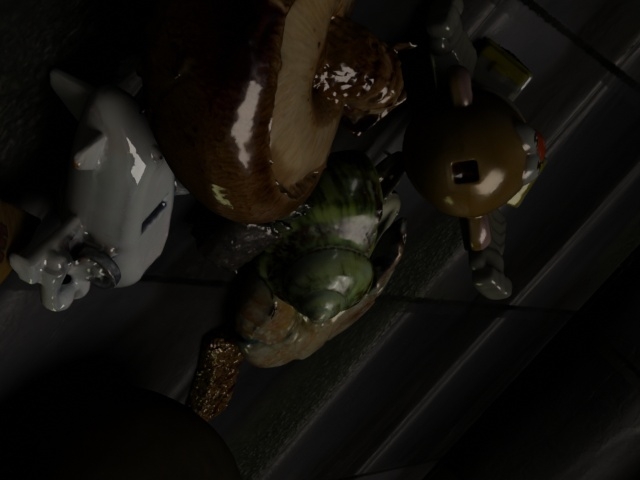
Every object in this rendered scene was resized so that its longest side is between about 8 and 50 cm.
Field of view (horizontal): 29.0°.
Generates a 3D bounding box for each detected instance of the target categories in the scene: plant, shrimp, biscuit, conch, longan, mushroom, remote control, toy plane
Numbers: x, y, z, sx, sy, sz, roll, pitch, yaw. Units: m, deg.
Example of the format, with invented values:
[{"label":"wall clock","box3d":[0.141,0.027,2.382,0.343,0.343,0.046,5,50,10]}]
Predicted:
[{"label":"plant","box3d":[-0.074,-0.034,1.358,0.094,0.092,0.143,26,118,-36]},{"label":"shrimp","box3d":[0.023,0.028,1.605,0.247,0.085,0.360,11,119,-49]},{"label":"biscuit","box3d":[-0.143,0.186,1.697,0.064,0.034,0.199,-28,153,-35]},{"label":"conch","box3d":[-0.002,0.001,1.432,0.124,0.181,0.187,-10,154,-46]},{"label":"longan","box3d":[-0.242,0.336,1.456,0.361,0.361,0.361,-36,156,-19]},{"label":"mushroom","box3d":[-0.044,-0.162,1.034,0.278,0.163,0.297,16,89,-57]},{"label":"remote control","box3d":[0.041,0.017,1.699,0.078,0.042,0.221,-8,137,-53]},{"label":"toy plane","box3d":[-0.191,-0.049,1.113,0.244,0.117,0.244,-58,168,-21]}]

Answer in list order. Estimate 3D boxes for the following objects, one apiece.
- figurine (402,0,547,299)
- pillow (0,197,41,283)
[{"label":"figurine","box3d":[0.182,-0.110,1.458,0.167,0.342,0.285,-30,-177,21]},{"label":"pillow","box3d":[-0.374,0.046,0.958,0.312,0.119,0.310,-48,160,-7]}]
